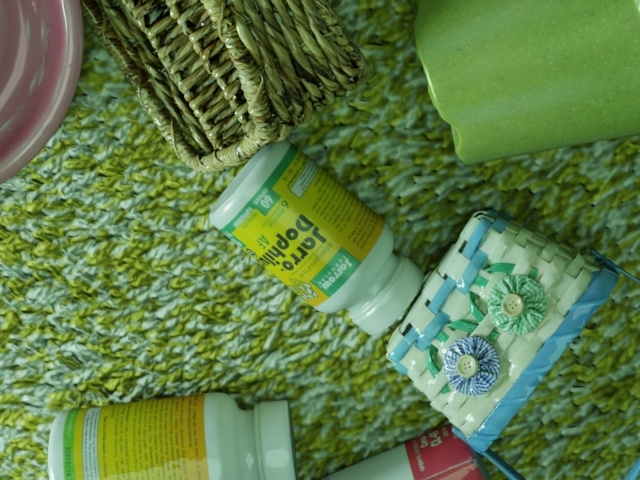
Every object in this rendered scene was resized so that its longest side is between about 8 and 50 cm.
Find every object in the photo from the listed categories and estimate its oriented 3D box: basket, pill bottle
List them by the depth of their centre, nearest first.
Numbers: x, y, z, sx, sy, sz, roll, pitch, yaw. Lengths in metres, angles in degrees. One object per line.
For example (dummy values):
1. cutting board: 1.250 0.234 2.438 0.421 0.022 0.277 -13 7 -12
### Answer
1. basket: -0.119 -0.220 1.136 0.223 0.213 0.299 -31 101 5
2. basket: 0.226 0.123 1.227 0.289 0.201 0.254 33 99 2
3. pill bottle: 0.000 0.000 1.237 0.208 0.117 0.117 40 99 -10
4. pill bottle: -0.150 0.233 1.278 0.246 0.136 0.136 -7 103 1

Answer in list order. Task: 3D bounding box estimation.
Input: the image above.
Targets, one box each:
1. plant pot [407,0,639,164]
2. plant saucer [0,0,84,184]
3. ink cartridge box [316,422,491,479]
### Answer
1. plant pot: 0.228 -0.193 1.143 0.254 0.276 0.276 -18 103 14
2. plant saucer: -0.395 -0.194 1.145 0.332 0.084 0.332 -11 115 -25
3. ink cartridge box: 0.063 0.364 1.316 0.306 0.131 0.226 -23 103 5
